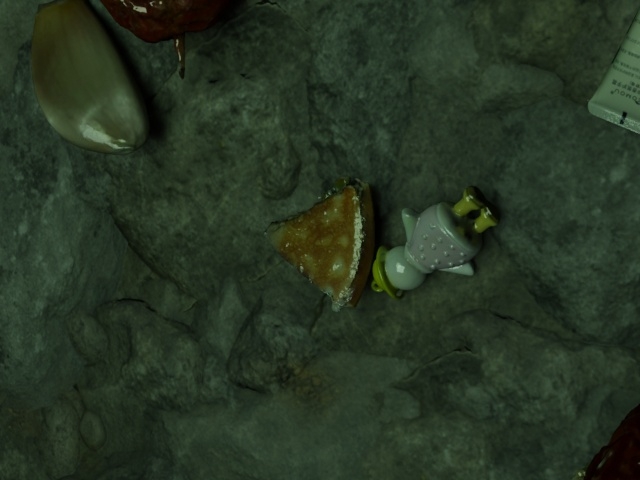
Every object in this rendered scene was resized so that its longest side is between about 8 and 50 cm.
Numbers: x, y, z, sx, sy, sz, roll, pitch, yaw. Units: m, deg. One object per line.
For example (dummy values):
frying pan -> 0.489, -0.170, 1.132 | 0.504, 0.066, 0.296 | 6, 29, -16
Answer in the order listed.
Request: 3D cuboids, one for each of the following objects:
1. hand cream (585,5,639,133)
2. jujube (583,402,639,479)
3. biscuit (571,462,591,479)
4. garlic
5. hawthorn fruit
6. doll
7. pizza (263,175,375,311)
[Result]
hand cream -> 0.393, -0.255, 1.099 | 0.095, 0.059, 0.276 | 28, 115, 23
jujube -> 0.400, 0.272, 1.043 | 0.213, 0.232, 0.213 | 40, 157, 20
biscuit -> 0.367, 0.348, 1.179 | 0.070, 0.082, 0.168 | -34, 79, 55
garlic -> -0.362, -0.245, 1.504 | 0.143, 0.112, 0.318 | -30, 74, 7
hawthorn fruit -> -0.209, -0.347, 1.356 | 0.207, 0.207, 0.243 | -8, 101, 31
doll -> 0.140, 0.011, 1.263 | 0.129, 0.081, 0.207 | 41, 124, -16
pizza -> 0.000, 0.000, 1.353 | 0.195, 0.052, 0.185 | 8, 90, 42
